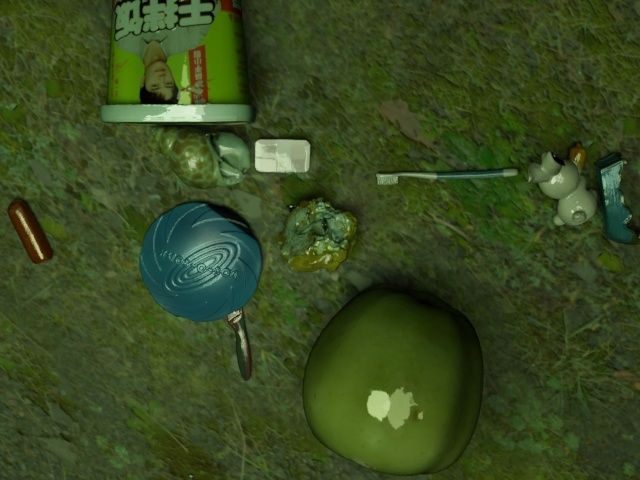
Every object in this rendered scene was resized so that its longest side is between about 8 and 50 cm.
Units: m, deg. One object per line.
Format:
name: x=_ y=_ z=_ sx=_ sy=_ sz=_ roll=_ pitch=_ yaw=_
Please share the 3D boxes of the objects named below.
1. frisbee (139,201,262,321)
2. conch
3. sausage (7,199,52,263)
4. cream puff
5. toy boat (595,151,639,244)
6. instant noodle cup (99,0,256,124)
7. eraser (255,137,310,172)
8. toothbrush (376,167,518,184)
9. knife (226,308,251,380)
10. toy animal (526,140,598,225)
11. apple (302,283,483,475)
frisbee: x=-0.235 y=0.045 z=1.773 sx=0.242 sy=0.045 sz=0.242 roll=0 pitch=101 yaw=-1
conch: x=-0.219 y=-0.154 z=1.703 sx=0.173 sy=0.106 sz=0.116 roll=-7 pitch=115 yaw=-25
sausage: x=-0.563 y=-0.017 z=1.757 sx=0.039 sy=0.041 sz=0.131 roll=-19 pitch=103 yaw=25
cream puff: x=0.001 y=0.000 z=1.732 sx=0.156 sy=0.156 sz=0.121 roll=32 pitch=131 yaw=-8
toy boat: x=0.583 y=-0.076 z=1.753 sx=0.077 sy=0.075 sz=0.185 roll=-10 pitch=106 yaw=10
instant noodle cup: x=-0.246 y=-0.358 z=1.588 sx=0.294 sy=0.294 sz=0.307 roll=0 pitch=95 yaw=-1
eraser: x=-0.073 y=-0.163 z=1.743 sx=0.105 sy=0.026 sz=0.065 roll=2 pitch=100 yaw=-2
toothbrush: x=0.246 y=-0.123 z=1.763 sx=0.276 sy=0.019 sz=0.025 roll=-2 pitch=108 yaw=-1
knife: x=-0.168 y=0.165 z=1.823 sx=0.035 sy=0.018 sz=0.247 roll=-8 pitch=100 yaw=4
toy animal: x=0.463 y=-0.118 z=1.720 sx=0.131 sy=0.127 sz=0.181 roll=-36 pitch=113 yaw=13
apple: x=0.135 y=0.258 z=1.686 sx=0.357 sy=0.357 sz=0.357 roll=0 pitch=103 yaw=-1
